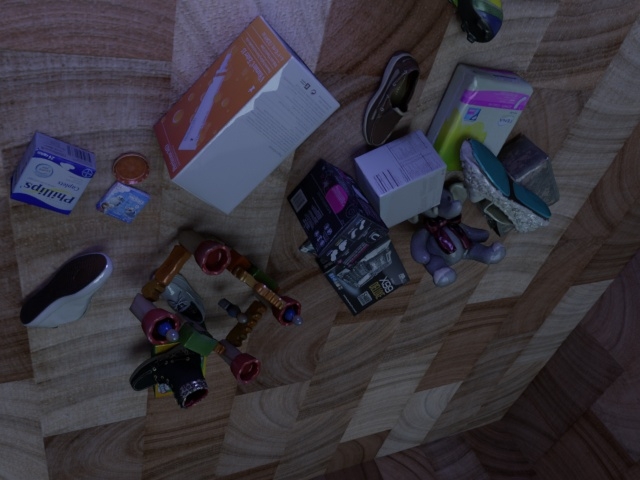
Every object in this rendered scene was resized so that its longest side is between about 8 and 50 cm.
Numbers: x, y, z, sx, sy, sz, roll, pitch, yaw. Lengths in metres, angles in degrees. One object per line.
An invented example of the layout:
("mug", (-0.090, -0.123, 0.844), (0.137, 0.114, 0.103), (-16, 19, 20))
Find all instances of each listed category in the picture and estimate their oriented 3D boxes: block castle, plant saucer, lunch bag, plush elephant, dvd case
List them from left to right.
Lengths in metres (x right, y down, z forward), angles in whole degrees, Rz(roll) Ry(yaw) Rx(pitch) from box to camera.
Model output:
("plant saucer", (-0.438, -0.166, 1.239), (0.083, 0.013, 0.084), (-16, 137, -15))
("block castle", (-0.261, 0.198, 1.482), (0.303, 0.212, 0.453), (-54, 139, -8))
("dvd case", (0.000, 0.000, 1.664), (0.087, 0.013, 0.119), (24, 115, -43))
("plush elephant", (0.386, -0.054, 1.674), (0.271, 0.330, 0.256), (-18, 115, -16))
("lunch bag", (0.639, -0.161, 1.762), (0.235, 0.169, 0.287), (-34, 135, 7))

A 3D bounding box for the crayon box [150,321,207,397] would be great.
("crayon box", (-0.457, 0.381, 1.723), (0.165, 0.081, 0.279), (-7, 134, -25))

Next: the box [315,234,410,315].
("box", (0.150, 0.101, 1.804), (0.242, 0.077, 0.307), (-32, 139, 1))

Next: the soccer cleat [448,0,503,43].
("soccer cleat", (0.354, -0.596, 1.243), (0.121, 0.093, 0.289), (-58, 136, -15))

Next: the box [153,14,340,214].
("box", (-0.167, -0.265, 1.149), (0.345, 0.215, 0.168), (-42, 138, 13))

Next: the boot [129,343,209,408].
("boot", (-0.444, 0.419, 1.568), (0.236, 0.179, 0.085), (-30, 138, -2))

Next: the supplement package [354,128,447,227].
("supplement package", (0.221, -0.165, 1.501), (0.203, 0.149, 0.194), (-25, 152, -7))

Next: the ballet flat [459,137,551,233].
("ballet flat", (0.511, -0.132, 1.554), (0.408, 0.147, 0.147), (33, 111, -28))

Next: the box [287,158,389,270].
("box", (0.043, -0.069, 1.441), (0.142, 0.247, 0.163), (24, 116, -42))

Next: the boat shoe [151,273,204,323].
("boat shoe", (-0.400, 0.169, 1.545), (0.079, 0.081, 0.228), (-32, 139, 1))

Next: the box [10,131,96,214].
("box", (-0.571, -0.139, 1.144), (0.126, 0.072, 0.137), (21, 119, -41))

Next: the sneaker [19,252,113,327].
("sneaker", (-0.623, 0.132, 1.375), (0.290, 0.106, 0.123), (-32, 149, 13))

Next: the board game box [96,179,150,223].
("board game box", (-0.474, -0.092, 1.288), (0.090, 0.020, 0.090), (-46, 137, 15))

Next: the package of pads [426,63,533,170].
("package of pads", (0.439, -0.337, 1.521), (0.229, 0.101, 0.297), (-2, 132, -27))

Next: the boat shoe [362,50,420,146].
("boat shoe", (0.182, -0.343, 1.366), (0.095, 0.095, 0.258), (-6, 134, -26))
